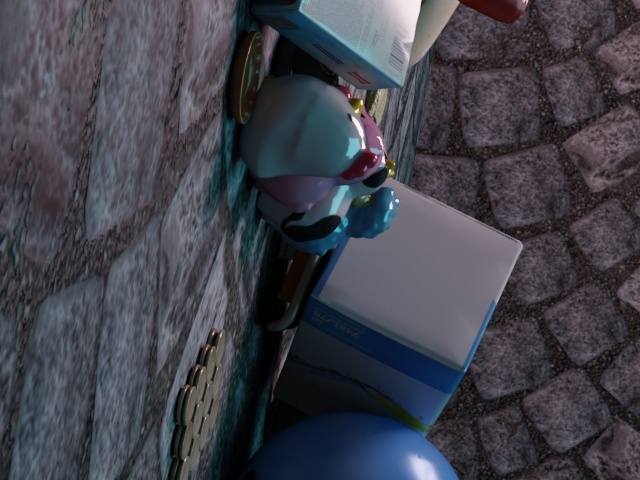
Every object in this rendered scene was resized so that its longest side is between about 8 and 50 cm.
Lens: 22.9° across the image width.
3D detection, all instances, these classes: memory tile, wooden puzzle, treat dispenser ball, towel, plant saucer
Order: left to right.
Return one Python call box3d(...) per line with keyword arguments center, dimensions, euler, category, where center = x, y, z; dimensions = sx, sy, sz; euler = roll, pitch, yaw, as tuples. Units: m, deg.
box3d(center=(-0.116, 0.158, 1.486), dimensions=(0.148, 0.012, 0.113), euler=(-65, 164, -63), category="memory tile")
box3d(center=(-0.067, -0.146, 1.408), dimensions=(0.083, 0.013, 0.084), euler=(10, 90, -84), category="plant saucer")
box3d(center=(0.000, 0.000, 1.884), dimensions=(0.239, 0.044, 0.221), euler=(-63, 176, -1), category="wooden puzzle")
box3d(center=(0.031, 0.340, 1.823), dimensions=(0.288, 0.288, 0.288), euler=(11, 90, -83), category="treat dispenser ball")
box3d(center=(0.099, -0.262, 2.569), dimensions=(0.110, 0.027, 0.148), euler=(47, 53, -83), category="towel")

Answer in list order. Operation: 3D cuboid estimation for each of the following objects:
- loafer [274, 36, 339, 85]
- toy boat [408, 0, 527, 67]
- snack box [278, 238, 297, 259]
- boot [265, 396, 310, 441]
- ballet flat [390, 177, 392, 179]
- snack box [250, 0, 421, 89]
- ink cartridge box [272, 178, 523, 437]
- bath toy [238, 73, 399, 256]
box3d(center=(0.010, -0.220, 1.654), dimensions=(0.080, 0.078, 0.220), euler=(92, 11, -52), category="loafer")
box3d(center=(0.119, -0.323, 1.864), dimensions=(0.268, 0.148, 0.318), euler=(-62, -156, 2), category="toy boat")
box3d(center=(-0.022, -0.021, 1.942), dimensions=(0.178, 0.022, 0.064), euler=(-44, 147, -78), category="snack box")
box3d(center=(-0.006, 0.257, 2.136), dimensions=(0.220, 0.109, 0.284), euler=(-42, 144, -77), category="boot")
box3d(center=(0.066, -0.074, 2.409), dimensions=(0.248, 0.086, 0.086), euler=(42, 59, -83), category="ballet flat")
box3d(center=(0.041, -0.327, 1.497), dimensions=(0.187, 0.060, 0.322), euler=(29, 69, -52), category="snack box")
box3d(center=(0.087, 0.100, 1.903), dimensions=(0.198, 0.197, 0.270), euler=(-61, 175, -33), category="ink cartridge box")
box3d(center=(0.010, -0.078, 1.596), dimensions=(0.348, 0.129, 0.151), euler=(65, 49, -76), category="bath toy")
